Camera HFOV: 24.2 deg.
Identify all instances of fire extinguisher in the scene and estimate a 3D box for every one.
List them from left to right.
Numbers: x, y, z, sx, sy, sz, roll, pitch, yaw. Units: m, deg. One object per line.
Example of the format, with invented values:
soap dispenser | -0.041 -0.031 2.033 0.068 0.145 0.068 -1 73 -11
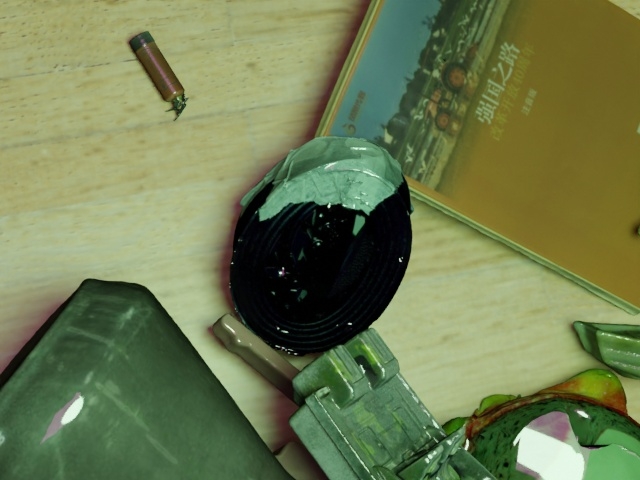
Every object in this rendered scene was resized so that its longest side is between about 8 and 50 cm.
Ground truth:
fire extinguisher | -0.148 -0.152 1.377 0.028 0.022 0.083 -32 89 25

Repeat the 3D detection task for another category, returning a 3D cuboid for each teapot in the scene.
teapot | -0.115 0.201 1.233 0.344 0.253 0.300 41 56 -9

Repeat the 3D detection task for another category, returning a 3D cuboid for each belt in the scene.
belt | 0.000 0.000 1.306 0.151 0.078 0.198 27 114 -11

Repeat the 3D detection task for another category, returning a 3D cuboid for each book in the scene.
book | 0.201 -0.124 1.394 0.374 0.028 0.262 27 78 -18

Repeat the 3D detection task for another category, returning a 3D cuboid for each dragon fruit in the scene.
dragon fruit | 0.213 0.250 1.333 0.268 0.130 0.295 17 79 -2

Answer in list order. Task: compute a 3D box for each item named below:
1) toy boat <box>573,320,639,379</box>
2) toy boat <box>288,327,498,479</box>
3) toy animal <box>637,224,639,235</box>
toy boat | 0.384 0.099 1.402 0.293 0.093 0.055 -2 99 -13
toy boat | 0.100 0.220 1.205 0.092 0.141 0.319 -41 81 26
toy animal | 0.374 -0.072 1.416 0.181 0.073 0.136 -6 89 -24
